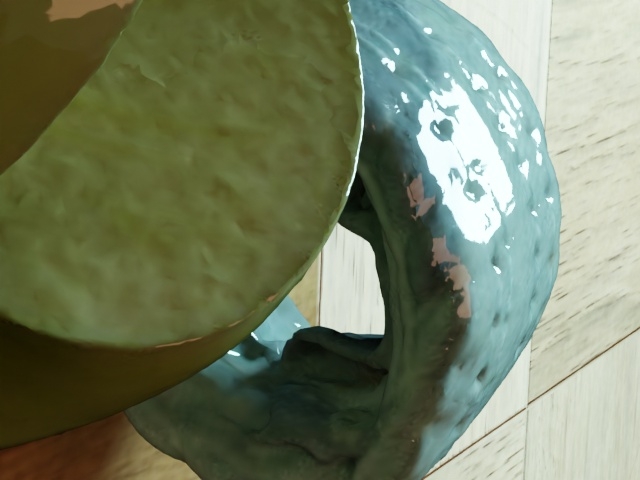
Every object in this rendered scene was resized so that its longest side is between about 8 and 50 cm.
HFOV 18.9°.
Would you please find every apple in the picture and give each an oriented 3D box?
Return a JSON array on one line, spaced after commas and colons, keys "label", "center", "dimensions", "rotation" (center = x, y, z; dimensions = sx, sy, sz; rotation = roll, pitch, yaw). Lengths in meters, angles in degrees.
[{"label": "apple", "center": [-0.122, -0.083, 0.544], "dimensions": [0.292, 0.292, 0.254], "rotation": [58, 24, -52]}]

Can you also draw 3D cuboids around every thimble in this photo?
[{"label": "thimble", "center": [0.000, 0.000, 0.882], "dimensions": [0.172, 0.205, 0.250], "rotation": [-34, 111, -62]}]
